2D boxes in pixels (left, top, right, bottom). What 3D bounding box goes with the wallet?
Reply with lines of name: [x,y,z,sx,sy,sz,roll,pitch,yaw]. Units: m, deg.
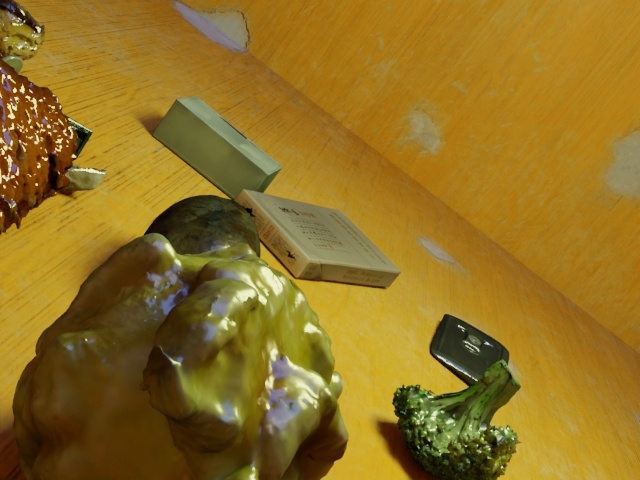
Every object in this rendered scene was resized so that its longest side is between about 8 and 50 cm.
wallet: [0.301,0.226,1.979,0.168,0.052,0.245,36,18,4]

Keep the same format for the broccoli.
broccoli: [0.210,0.253,1.419,0.194,0.194,0.219,33,10,-17]

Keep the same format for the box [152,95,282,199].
box: [-0.195,-0.173,1.921,0.225,0.086,0.129,39,15,1]

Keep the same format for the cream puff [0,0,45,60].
cream puff: [-0.522,-0.342,1.634,0.133,0.104,0.119,38,-19,-29]

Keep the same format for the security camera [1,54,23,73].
security camera: [-0.473,-0.240,1.576,0.092,0.058,0.058,55,19,14]

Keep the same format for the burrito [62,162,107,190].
burrito: [-0.396,-0.110,1.348,0.229,0.058,0.063,17,31,-48]

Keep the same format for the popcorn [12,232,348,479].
popcorn: [-0.119,0.138,0.843,0.335,0.279,0.274,11,71,-62]

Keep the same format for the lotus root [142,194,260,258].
lotus root: [-0.161,0.021,1.318,0.160,0.152,0.275,16,13,-5]

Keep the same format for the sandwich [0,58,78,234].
sandwich: [-0.405,-0.113,1.172,0.301,0.162,0.250,44,34,-72]

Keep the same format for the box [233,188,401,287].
box: [-0.001,0.001,1.924,0.204,0.051,0.365,46,17,26]

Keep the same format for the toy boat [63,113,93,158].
toy boat: [-0.412,-0.173,1.486,0.141,0.055,0.060,28,12,-35]
